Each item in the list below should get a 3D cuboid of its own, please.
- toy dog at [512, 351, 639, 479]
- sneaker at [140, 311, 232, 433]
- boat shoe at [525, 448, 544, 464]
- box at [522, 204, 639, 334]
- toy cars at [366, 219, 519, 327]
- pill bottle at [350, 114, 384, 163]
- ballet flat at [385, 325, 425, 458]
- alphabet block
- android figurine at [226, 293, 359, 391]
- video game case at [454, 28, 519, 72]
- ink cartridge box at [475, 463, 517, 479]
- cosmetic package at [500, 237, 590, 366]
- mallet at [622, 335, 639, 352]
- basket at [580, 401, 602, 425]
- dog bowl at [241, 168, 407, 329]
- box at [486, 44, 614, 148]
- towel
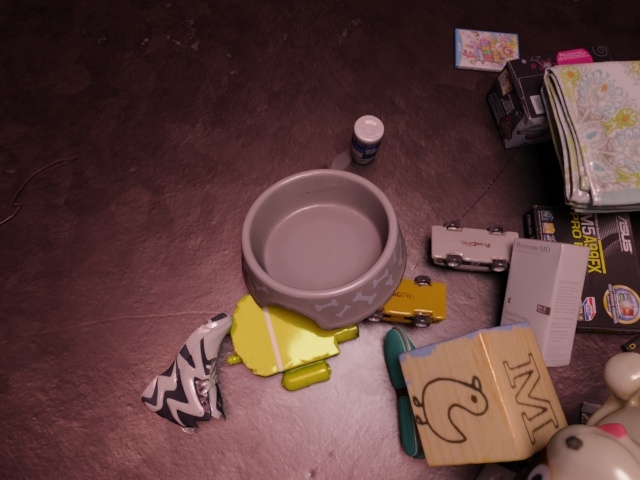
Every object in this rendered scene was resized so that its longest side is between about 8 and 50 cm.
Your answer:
[{"bbox_3d":[0.462,0.345,0.627,0.407,0.284,0.396,2,104,-14],"label":"toy dog"},{"bbox_3d":[-0.213,0.264,0.891,0.153,0.094,0.235,41,84,5],"label":"sneaker"},{"bbox_3d":[0.455,0.449,0.880,0.079,0.084,0.233,-40,82,25],"label":"boat shoe"},{"bbox_3d":[0.567,0.062,1.009,0.216,0.060,0.271,3,72,0],"label":"box"},{"bbox_3d":[0.243,0.077,0.983,0.393,0.087,0.177,-30,63,-16],"label":"toy cars"},{"bbox_3d":[0.103,-0.223,1.057,0.066,0.120,0.067,1,72,-2],"label":"pill bottle"},{"bbox_3d":[0.188,0.293,0.919,0.087,0.083,0.248,2,70,-27],"label":"ballet flat"},{"bbox_3d":[0.286,0.269,0.830,0.193,0.192,0.197,2,66,-41],"label":"alphabet block"},{"bbox_3d":[-0.066,0.177,0.952,0.272,0.056,0.249,-17,73,-8],"label":"android figurine"},{"bbox_3d":[0.432,-0.494,1.214,0.166,0.015,0.119,5,72,0],"label":"video game case"},{"bbox_3d":[0.397,0.523,0.772,0.289,0.211,0.122,37,76,11],"label":"ink cartridge box"},{"bbox_3d":[0.430,0.115,0.909,0.085,0.117,0.232,4,94,-25],"label":"cosmetic package"},{"bbox_3d":[0.720,0.178,0.991,0.189,0.039,0.063,-21,74,-4],"label":"mallet"},{"bbox_3d":[0.566,0.371,0.852,0.113,0.167,0.103,19,76,4],"label":"basket"},{"bbox_3d":[0.000,0.000,0.939,0.348,0.102,0.349,-3,55,5],"label":"dog bowl"},{"bbox_3d":[0.551,-0.332,1.098,0.246,0.142,0.164,-11,73,-4],"label":"box"},{"bbox_3d":[0.652,-0.217,0.935,0.373,0.090,0.321,-2,73,-2],"label":"towel"}]
